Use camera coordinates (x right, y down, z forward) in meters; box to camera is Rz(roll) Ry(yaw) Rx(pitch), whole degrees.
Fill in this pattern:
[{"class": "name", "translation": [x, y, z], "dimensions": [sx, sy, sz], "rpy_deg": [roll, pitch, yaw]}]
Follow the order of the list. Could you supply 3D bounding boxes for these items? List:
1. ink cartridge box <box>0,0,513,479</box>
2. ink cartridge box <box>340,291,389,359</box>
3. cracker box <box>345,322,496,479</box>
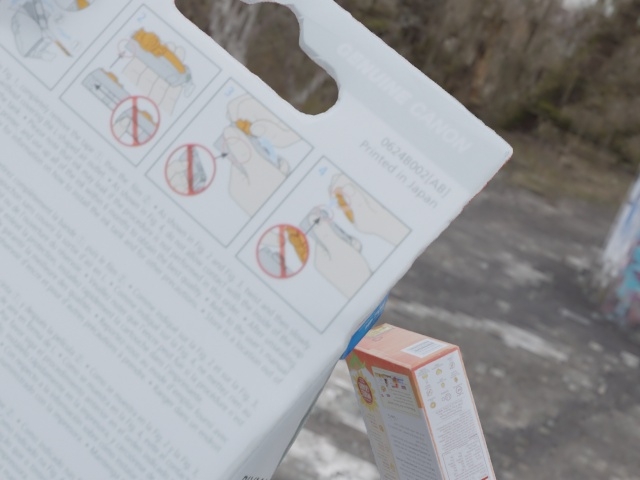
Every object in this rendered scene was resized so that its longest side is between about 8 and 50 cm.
[{"class": "ink cartridge box", "translation": [-0.124, 0.012, 0.845], "dimensions": [0.308, 0.385, 0.091], "rpy_deg": [41, -1, 19]}, {"class": "ink cartridge box", "translation": [0.000, 0.000, 1.352], "dimensions": [0.139, 0.191, 0.082], "rpy_deg": [34, 54, 14]}, {"class": "cracker box", "translation": [0.113, 0.215, 1.599], "dimensions": [0.067, 0.232, 0.155], "rpy_deg": [-22, 16, -23]}]
